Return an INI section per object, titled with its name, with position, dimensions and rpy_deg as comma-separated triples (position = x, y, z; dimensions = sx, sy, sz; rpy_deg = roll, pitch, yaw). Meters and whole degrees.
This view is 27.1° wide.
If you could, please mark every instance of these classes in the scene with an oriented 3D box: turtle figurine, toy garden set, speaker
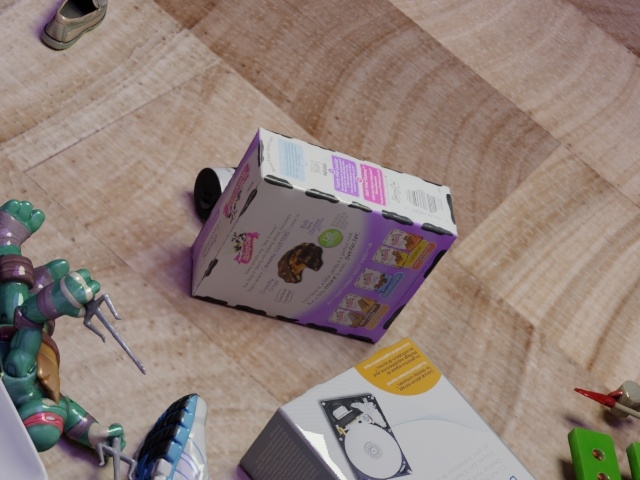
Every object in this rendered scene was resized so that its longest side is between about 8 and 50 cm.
[turtle figurine]
position = -0.210, 0.087, 1.016
dimensions = 0.118, 0.175, 0.234
rpy_deg = -9, 45, -18
[toy garden set]
position = 0.345, 0.229, 1.326
dimensions = 0.244, 0.049, 0.204
rpy_deg = 16, 44, -20
[speaker]
position = -0.056, -0.046, 1.319
dimensions = 0.136, 0.055, 0.055
rpy_deg = -2, 51, -35

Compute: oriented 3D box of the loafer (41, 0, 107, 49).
[loafer]
position = -0.251, -0.245, 1.397
dimensions = 0.045, 0.039, 0.125
rpy_deg = 30, 40, -4

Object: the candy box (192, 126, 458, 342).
[candy box]
position = 0.000, 0.000, 1.224
dimensions = 0.196, 0.165, 0.070
rpy_deg = 16, 42, -21

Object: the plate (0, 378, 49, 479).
[plate]
position = -0.358, 0.090, 0.891
dimensions = 0.278, 0.045, 0.277
rpy_deg = -7, 56, -44

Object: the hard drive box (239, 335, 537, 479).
[hard drive box]
position = 0.078, 0.217, 1.119
dimensions = 0.232, 0.089, 0.181
rpy_deg = 48, 42, 16

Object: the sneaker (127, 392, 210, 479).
[sneaker]
position = -0.107, 0.207, 1.031
dimensions = 0.083, 0.071, 0.191
rpy_deg = 30, 45, -20
